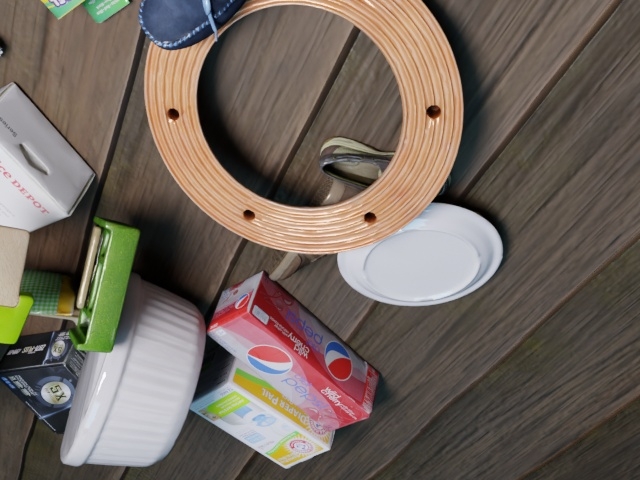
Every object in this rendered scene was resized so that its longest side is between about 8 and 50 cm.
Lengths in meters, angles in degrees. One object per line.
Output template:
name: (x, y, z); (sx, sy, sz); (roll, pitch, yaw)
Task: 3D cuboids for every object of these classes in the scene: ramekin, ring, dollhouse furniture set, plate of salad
ramekin: (-0.255, 0.185, 1.015); (0.127, 0.272, 0.273); (19, 135, -19)
ring: (-0.021, -0.136, 0.765); (0.337, 0.032, 0.336); (5, 120, 9)
dollhouse furniture set: (-0.371, 0.028, 0.936); (0.198, 0.151, 0.301); (11, -179, -26)
plate of salad: (0.121, 0.015, 0.899); (0.200, 0.048, 0.199); (0, 140, 0)

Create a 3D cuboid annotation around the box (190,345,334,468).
box: (-0.082, 0.247, 1.129); (0.203, 0.103, 0.114); (39, 130, -21)

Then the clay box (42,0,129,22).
clay box: (-0.255, -0.310, 0.685); (0.127, 0.053, 0.222); (-22, 123, 31)

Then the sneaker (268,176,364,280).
sneaker: (0.000, 0.000, 0.903); (0.071, 0.066, 0.188); (24, 135, -16)

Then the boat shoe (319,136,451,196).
boat shoe: (0.071, -0.072, 0.828); (0.152, 0.049, 0.056); (13, 136, 4)

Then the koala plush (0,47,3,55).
koala plush: (-0.482, -0.197, 0.791); (0.221, 0.203, 0.196); (-40, 125, 16)

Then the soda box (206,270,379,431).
soda box: (-0.034, 0.165, 1.054); (0.092, 0.083, 0.263); (-28, 120, 34)

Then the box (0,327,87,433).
box: (-0.421, 0.239, 1.224); (0.148, 0.077, 0.180); (-10, 129, 21)

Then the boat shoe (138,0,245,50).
boat shoe: (-0.087, -0.268, 0.636); (0.109, 0.089, 0.258); (40, 121, -8)

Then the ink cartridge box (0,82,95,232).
ink cartridge box: (-0.418, -0.080, 0.914); (0.213, 0.093, 0.154); (-16, 128, 29)
